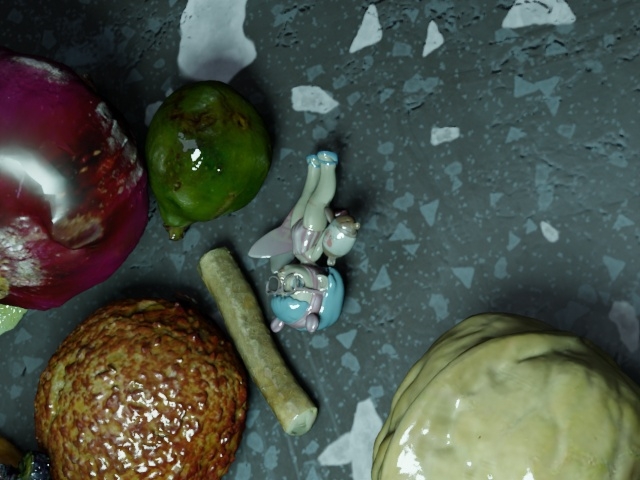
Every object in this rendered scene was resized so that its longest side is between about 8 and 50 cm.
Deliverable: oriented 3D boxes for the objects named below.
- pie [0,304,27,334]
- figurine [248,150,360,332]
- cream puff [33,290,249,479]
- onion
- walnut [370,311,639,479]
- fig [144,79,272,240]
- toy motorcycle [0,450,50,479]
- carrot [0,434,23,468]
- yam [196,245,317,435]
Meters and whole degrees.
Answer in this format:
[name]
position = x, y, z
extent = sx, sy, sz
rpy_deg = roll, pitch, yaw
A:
[pie]
position = -0.525, 0.029, 2.066
extent = 0.201, 0.090, 0.248
rpy_deg = 20, 85, 26
[figurine]
position = 0.006, 0.003, 1.829
extent = 0.205, 0.103, 0.260
rpy_deg = -4, 74, 48
[cream puff]
position = -0.264, 0.240, 1.846
extent = 0.350, 0.229, 0.350
rpy_deg = -4, 80, 25
[onion]
position = -0.410, -0.135, 1.905
extent = 0.398, 0.398, 0.420
rpy_deg = 6, 42, 24
[walnut]
position = 0.227, 0.275, 1.579
extent = 0.381, 0.381, 0.381
rpy_deg = -4, 79, 22
[fig]
position = -0.180, -0.106, 1.894
extent = 0.195, 0.195, 0.245
rpy_deg = 52, 121, 22
[toy motorcycle]
position = -0.419, 0.389, 1.779
extent = 0.401, 0.134, 0.207
rpy_deg = -28, 50, 53
[carrot]
position = -0.436, 0.375, 1.980
extent = 0.205, 0.072, 0.072
rpy_deg = 34, 95, 22
[yam]
position = -0.092, 0.142, 1.878
extent = 0.066, 0.066, 0.299
rpy_deg = -34, 71, 14
